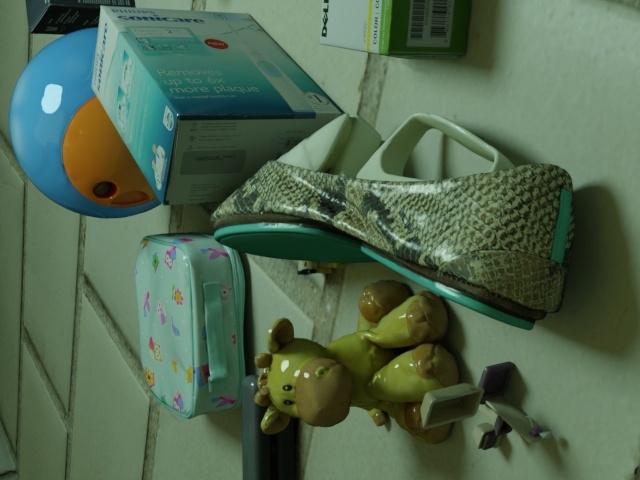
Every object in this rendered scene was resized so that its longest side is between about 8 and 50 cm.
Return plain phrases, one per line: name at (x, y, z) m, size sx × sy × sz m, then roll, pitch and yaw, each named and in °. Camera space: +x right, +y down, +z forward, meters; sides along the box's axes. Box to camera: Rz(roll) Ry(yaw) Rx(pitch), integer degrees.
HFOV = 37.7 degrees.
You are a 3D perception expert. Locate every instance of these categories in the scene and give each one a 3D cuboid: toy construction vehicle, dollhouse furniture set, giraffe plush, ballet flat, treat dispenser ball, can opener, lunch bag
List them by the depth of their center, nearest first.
dollhouse furniture set at (0.148, 0.178, 0.852) m, size 0.081 × 0.114 × 0.091 m, roll 42°, pitch 127°, yaw 44°
ballet flat at (0.064, -0.042, 0.951) m, size 0.483 × 0.164 × 0.181 m, roll 12°, pitch 84°, yaw 53°
giraffe plush at (0.022, 0.139, 1.002) m, size 0.210 × 0.171 × 0.181 m, roll -17°, pitch 80°, yaw 60°
toy construction vehicle at (0.000, 0.000, 1.161) m, size 0.098 × 0.035 × 0.085 m, roll -13°, pitch 72°, yaw 57°
can opener at (-0.084, 0.319, 1.313) m, size 0.095 × 0.076 × 0.283 m, roll 11°, pitch 103°, yaw 58°
treat dispenser ball at (-0.321, -0.176, 1.421) m, size 0.288 × 0.288 × 0.288 m, roll 16°, pitch 109°, yaw 58°
lunch bag at (-0.194, 0.129, 1.438) m, size 0.224 × 0.108 × 0.279 m, roll 7°, pitch 102°, yaw 57°

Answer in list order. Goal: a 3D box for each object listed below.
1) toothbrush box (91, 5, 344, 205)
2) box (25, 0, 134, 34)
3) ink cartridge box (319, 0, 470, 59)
toothbrush box at (-0.140, -0.178, 1.185) m, size 0.295 × 0.216 × 0.126 m, roll 52°, pitch 137°, yaw 44°
box at (-0.444, -0.443, 1.721) m, size 0.156 × 0.158 × 0.093 m, roll -15°, pitch 82°, yaw 59°
ink cartridge box at (0.043, -0.293, 0.967) m, size 0.255 × 0.097 × 0.188 m, roll 26°, pitch 117°, yaw 55°
